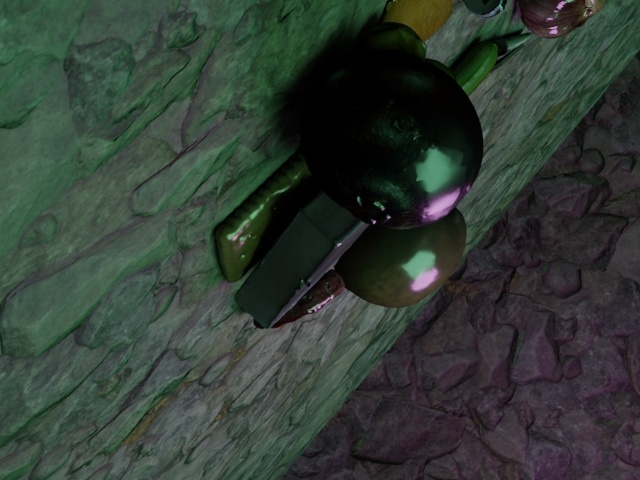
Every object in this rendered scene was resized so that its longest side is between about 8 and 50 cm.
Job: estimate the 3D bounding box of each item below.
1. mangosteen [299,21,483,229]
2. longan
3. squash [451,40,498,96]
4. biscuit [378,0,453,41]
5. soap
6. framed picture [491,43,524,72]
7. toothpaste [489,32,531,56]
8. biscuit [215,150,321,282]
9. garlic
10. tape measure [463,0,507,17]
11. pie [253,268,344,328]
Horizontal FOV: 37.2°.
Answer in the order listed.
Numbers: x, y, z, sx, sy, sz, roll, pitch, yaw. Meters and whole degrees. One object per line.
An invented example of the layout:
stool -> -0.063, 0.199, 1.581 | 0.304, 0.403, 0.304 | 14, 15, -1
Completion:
mangosteen -> 0.123, -0.180, 1.595 | 0.330, 0.330, 0.330 | -45, 162, -18
longan -> 0.176, 0.007, 2.146 | 0.350, 0.288, 0.288 | -17, 144, -48
squash -> 0.311, -0.352, 2.089 | 0.219, 0.068, 0.077 | -47, 174, -13
biscuit -> 0.170, -0.403, 1.718 | 0.232, 0.013, 0.237 | -45, 161, -15
soap -> 0.000, 0.000, 1.843 | 0.296, 0.107, 0.285 | -49, 175, 40
framed picture -> 0.390, -0.393, 2.184 | 0.109, 0.011, 0.149 | -42, -173, -39
toothpaste -> 0.440, -0.459, 2.243 | 0.062, 0.039, 0.239 | -44, 170, 33
biscuit -> -0.068, -0.065, 1.778 | 0.325, 0.044, 0.217 | -45, 164, -20
garlic -> 0.564, -0.555, 2.146 | 0.245, 0.160, 0.245 | -46, 163, -18
tape measure -> 0.319, -0.473, 1.817 | 0.094, 0.091, 0.054 | -59, 165, 20
pie -> -0.052, 0.125, 2.042 | 0.218, 0.054, 0.204 | -20, -170, 31
